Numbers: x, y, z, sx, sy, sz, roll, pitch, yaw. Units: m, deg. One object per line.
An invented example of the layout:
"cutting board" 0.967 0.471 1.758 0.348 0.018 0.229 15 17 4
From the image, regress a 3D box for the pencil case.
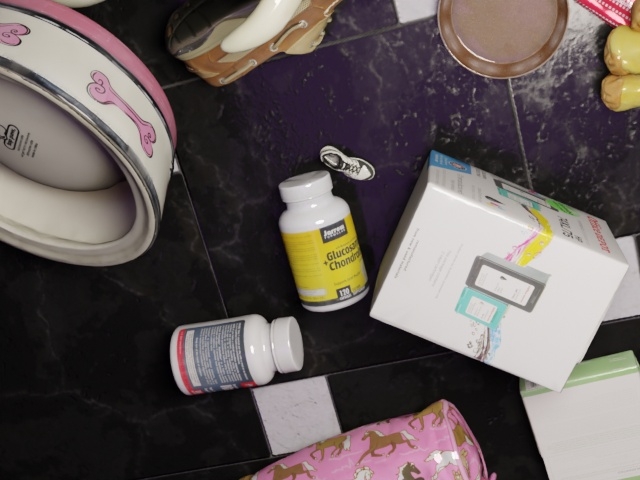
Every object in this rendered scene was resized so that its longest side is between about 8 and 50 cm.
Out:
"pencil case" 0.062 0.377 1.437 0.386 0.160 0.167 -25 132 15

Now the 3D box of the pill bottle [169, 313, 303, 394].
"pill bottle" -0.122 0.166 1.419 0.180 0.108 0.108 -10 107 12

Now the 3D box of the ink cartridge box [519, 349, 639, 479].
"ink cartridge box" 0.408 0.293 1.411 0.171 0.056 0.235 -16 108 14

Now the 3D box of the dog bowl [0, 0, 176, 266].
"dog bowl" -0.371 -0.145 1.244 0.408 0.150 0.408 16 147 10

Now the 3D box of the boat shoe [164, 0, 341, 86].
"boat shoe" -0.046 -0.308 1.257 0.324 0.122 0.120 -23 134 18

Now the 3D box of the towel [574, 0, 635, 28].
"towel" 0.405 -0.413 1.189 0.199 0.031 0.275 33 110 -2

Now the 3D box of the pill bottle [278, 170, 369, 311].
"pill bottle" 0.000 0.000 1.348 0.103 0.103 0.184 -12 107 12

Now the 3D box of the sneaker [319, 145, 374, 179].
"sneaker" 0.036 -0.104 1.343 0.083 0.037 0.032 22 108 -1

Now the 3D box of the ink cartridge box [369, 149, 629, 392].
"ink cartridge box" 0.232 0.035 1.275 0.270 0.198 0.197 22 109 0

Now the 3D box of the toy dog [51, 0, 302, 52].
"toy dog" -0.202 -0.405 1.156 0.408 0.284 0.395 -6 96 19

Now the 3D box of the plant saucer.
"plant saucer" 0.238 -0.296 1.243 0.168 0.029 0.168 7 117 13

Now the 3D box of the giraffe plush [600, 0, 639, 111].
"giraffe plush" 0.465 -0.199 1.160 0.210 0.170 0.181 -1 121 1
